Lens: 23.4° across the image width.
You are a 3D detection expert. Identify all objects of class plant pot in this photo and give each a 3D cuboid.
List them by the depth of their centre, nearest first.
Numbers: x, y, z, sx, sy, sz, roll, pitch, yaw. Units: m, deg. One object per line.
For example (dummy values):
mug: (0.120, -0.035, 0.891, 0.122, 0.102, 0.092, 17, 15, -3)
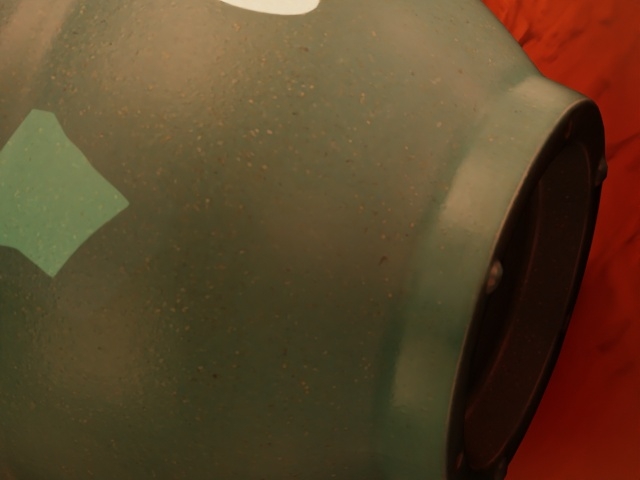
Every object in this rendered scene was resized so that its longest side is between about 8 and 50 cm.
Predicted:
plant pot: (0.000, 0.000, 0.644, 0.196, 0.293, 0.293, 17, 102, 21)
